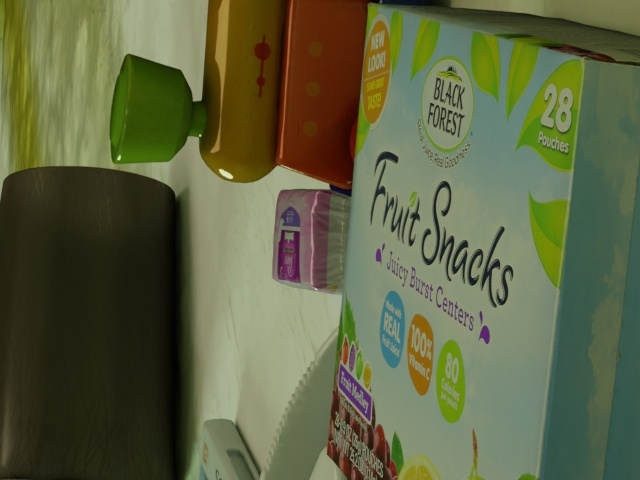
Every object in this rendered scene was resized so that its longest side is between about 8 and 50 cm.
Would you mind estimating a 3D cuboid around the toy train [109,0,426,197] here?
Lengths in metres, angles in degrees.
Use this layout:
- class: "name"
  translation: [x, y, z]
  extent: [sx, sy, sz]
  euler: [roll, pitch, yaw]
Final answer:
- class: "toy train"
  translation: [-0.027, -0.044, 0.786]
  extent: [0.105, 0.143, 0.248]
  euler: [-154, 68, -74]

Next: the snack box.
- class: "snack box"
  translation: [0.064, 0.018, 0.582]
  extent: [0.207, 0.070, 0.175]
  euler: [-142, 56, -70]

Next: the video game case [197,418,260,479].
- class: "video game case"
  translation: [-0.054, 0.231, 1.071]
  extent: [0.183, 0.023, 0.201]
  euler: [-129, 44, -68]

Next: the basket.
- class: "basket"
  translation: [-0.175, 0.071, 1.319]
  extent: [0.204, 0.154, 0.227]
  euler: [144, 130, -69]

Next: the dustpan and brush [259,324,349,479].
- class: "dustpan and brush"
  translation: [-0.006, 0.144, 0.773]
  extent: [0.147, 0.060, 0.211]
  euler: [-114, 36, -47]

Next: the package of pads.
- class: "package of pads"
  translation: [0.000, 0.000, 0.893]
  extent: [0.083, 0.032, 0.050]
  euler: [-175, 89, -75]
